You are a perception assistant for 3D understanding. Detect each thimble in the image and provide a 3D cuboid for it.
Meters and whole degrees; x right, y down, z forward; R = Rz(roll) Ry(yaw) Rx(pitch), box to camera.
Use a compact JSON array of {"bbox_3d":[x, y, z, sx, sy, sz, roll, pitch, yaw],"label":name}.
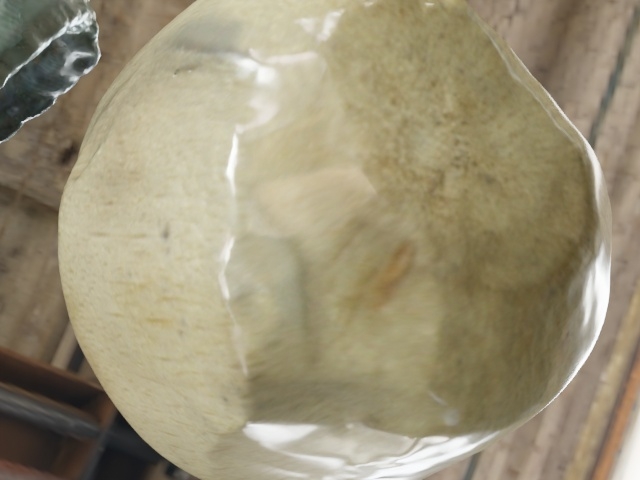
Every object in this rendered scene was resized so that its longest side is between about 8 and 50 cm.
[{"bbox_3d":[-0.306,-0.160,1.224,0.250,0.205,0.172,-44,-88,-10],"label":"thimble"}]

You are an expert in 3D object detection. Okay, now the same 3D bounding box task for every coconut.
[{"bbox_3d":[0.000,0.000,0.585,0.224,0.224,0.224,-15,-69,-42],"label":"coconut"}]
